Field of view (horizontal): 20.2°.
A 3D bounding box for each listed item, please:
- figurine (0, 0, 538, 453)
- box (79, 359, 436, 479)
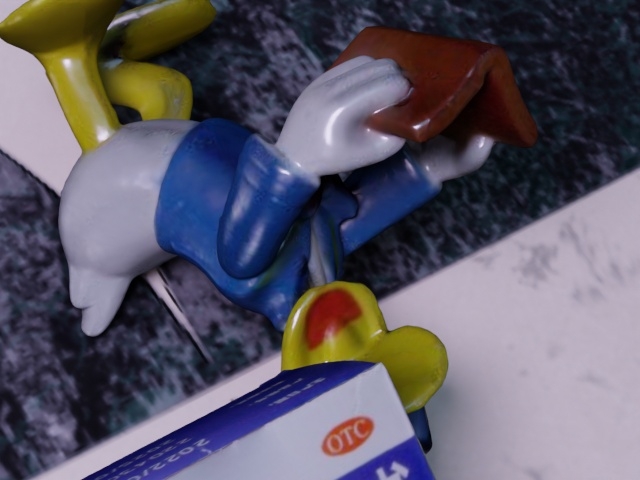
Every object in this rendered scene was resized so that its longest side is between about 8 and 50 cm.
[{"bbox_3d":[0.000,0.000,0.958,0.204,0.283,0.338,-9,77,-65],"label":"figurine"},{"bbox_3d":[-0.014,0.230,0.799,0.200,0.106,0.299,-26,94,-27],"label":"box"}]
